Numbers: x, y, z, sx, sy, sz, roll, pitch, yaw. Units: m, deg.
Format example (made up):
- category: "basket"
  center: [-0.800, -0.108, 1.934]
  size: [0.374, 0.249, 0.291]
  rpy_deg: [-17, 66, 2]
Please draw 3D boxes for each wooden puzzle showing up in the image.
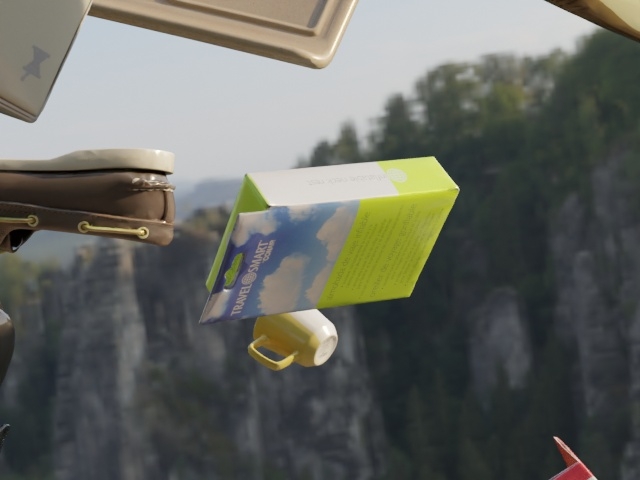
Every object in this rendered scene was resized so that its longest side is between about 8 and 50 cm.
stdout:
- category: "wooden puzzle"
  center: [-0.063, -0.228, 1.039]
  size: [0.221, 0.238, 0.044]
  rpy_deg: [15, -35, 13]

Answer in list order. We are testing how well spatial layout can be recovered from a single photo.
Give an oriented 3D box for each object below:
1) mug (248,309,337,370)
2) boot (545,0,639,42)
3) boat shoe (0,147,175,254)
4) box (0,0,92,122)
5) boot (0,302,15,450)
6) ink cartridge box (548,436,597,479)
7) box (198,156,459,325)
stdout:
- category: "mug"
  center: [-0.024, 0.093, 1.284]
  size: [0.064, 0.078, 0.062]
  rpy_deg: [32, -11, 26]
- category: "boot"
  center: [0.103, -0.172, 0.504]
  size: [0.213, 0.165, 0.077]
  rpy_deg: [14, 16, -44]
- category: "boat shoe"
  center: [-0.304, -0.035, 1.367]
  size: [0.325, 0.096, 0.116]
  rpy_deg: [-3, -2, 4]
- category: "box"
  center: [-0.229, -0.142, 0.603]
  size: [0.275, 0.094, 0.113]
  rpy_deg: [20, -6, 33]
- category: "boot"
  center: [-0.111, 0.147, 0.582]
  size: [0.229, 0.263, 0.091]
  rpy_deg: [8, -33, 15]
- category: "ink cartridge box"
  center: [0.266, 0.304, 1.277]
  size: [0.078, 0.134, 0.231]
  rpy_deg: [-33, 37, -4]
- category: "box"
  center: [0.000, 0.000, 0.956]
  size: [0.178, 0.042, 0.109]
  rpy_deg: [-6, -44, -32]
